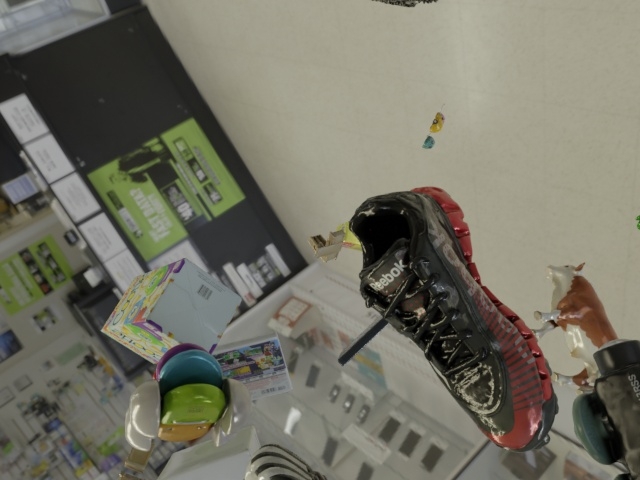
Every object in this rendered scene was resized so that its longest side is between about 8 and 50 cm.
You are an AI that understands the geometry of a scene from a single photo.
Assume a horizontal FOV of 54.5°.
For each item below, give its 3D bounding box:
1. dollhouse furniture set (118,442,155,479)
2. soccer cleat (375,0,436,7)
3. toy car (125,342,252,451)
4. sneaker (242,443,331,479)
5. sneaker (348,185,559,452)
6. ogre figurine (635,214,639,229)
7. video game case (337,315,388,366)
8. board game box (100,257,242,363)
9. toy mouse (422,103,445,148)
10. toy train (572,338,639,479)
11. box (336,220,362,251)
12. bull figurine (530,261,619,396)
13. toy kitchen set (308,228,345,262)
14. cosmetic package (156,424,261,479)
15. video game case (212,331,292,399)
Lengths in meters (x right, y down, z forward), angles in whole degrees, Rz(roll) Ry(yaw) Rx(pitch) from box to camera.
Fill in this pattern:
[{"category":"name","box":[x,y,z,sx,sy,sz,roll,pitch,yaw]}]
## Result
[{"category":"dollhouse furniture set","box":[-0.345,0.533,1.274,0.161,0.181,0.101,23,140,-5]},{"category":"soccer cleat","box":[0.188,-0.585,1.375,0.318,0.109,0.116,-126,41,-69]},{"category":"toy car","box":[-0.188,0.215,0.874,0.182,0.159,0.136,124,145,-54]},{"category":"sneaker","box":[-0.010,0.343,0.649,0.281,0.162,0.106,43,177,-21]},{"category":"sneaker","box":[0.107,0.062,0.563,0.097,0.135,0.276,-45,55,35]},{"category":"ogre figurine","box":[0.696,-0.107,1.233,0.097,0.118,0.197,31,154,50]},{"category":"video game case","box":[0.125,0.248,1.637,0.026,0.196,0.274,47,178,8]},{"category":"board game box","box":[-0.304,0.149,1.241,0.144,0.142,0.275,39,151,-22]},{"category":"toy mouse","box":[0.326,-0.311,1.779,0.031,0.161,0.143,24,155,5]},{"category":"toy train","box":[0.391,0.261,0.641,0.142,0.190,0.333,-36,59,38]},{"category":"box","box":[0.160,0.008,1.632,0.232,0.058,0.087,15,169,-16]},{"category":"bull figurine","box":[0.558,0.194,1.344,0.310,0.189,0.101,63,161,17]},{"category":"toy kitchen set","box":[0.000,0.000,1.386,0.075,0.068,0.083,51,140,31]},{"category":"cosmetic package","box":[-0.251,0.570,1.495,0.224,0.224,0.138,118,133,-86]},{"category":"video game case","box":[-0.180,0.306,1.445,0.023,0.202,0.183,-107,4,-55]}]
